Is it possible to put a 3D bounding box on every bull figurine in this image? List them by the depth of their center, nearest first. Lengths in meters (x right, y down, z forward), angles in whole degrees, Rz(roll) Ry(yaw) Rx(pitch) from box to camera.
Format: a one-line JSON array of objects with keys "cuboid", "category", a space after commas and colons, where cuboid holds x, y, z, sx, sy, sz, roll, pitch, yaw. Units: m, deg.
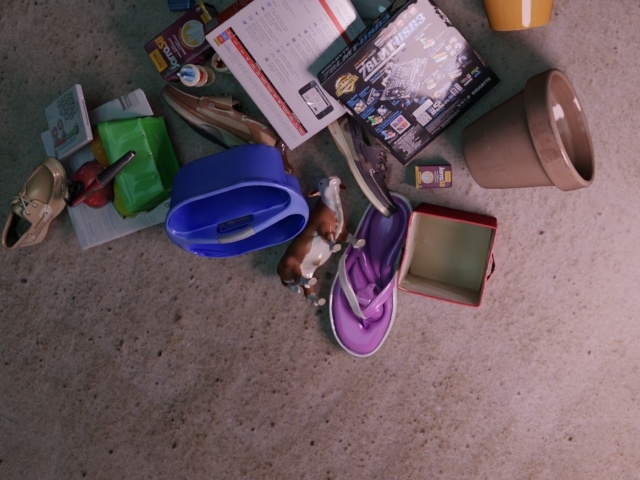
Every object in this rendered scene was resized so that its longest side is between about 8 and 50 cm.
[{"cuboid": [0.000, 0.000, 1.868, 0.101, 0.188, 0.310, 13, 117, -34], "category": "bull figurine"}]

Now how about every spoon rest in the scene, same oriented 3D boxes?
[{"cuboid": [0.095, -0.554, 1.801, 0.276, 0.084, 0.137, 31, 103, 21], "category": "spoon rest"}]

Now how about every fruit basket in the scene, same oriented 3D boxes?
[{"cuboid": [-0.523, -0.173, 1.980, 0.353, 0.165, 0.327, -17, 94, 31], "category": "fruit basket"}]

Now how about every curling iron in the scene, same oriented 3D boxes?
[{"cuboid": [-0.536, -0.152, 1.876, 0.274, 0.035, 0.068, -24, 90, 35], "category": "curling iron"}]

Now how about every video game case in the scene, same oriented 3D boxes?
[{"cuboid": [-0.622, -0.288, 1.927, 0.157, 0.019, 0.143, -21, 80, 40], "category": "video game case"}]

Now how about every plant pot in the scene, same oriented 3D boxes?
[{"cuboid": [0.419, -0.553, 1.664, 0.205, 0.205, 0.188, -3, 113, 14], "category": "plant pot"}, {"cuboid": [0.439, -0.210, 1.692, 0.229, 0.263, 0.263, -17, 95, 32], "category": "plant pot"}]

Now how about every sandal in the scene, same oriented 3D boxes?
[{"cuboid": [0.111, 0.082, 1.871, 0.169, 0.102, 0.416, 13, 100, 11], "category": "sandal"}]

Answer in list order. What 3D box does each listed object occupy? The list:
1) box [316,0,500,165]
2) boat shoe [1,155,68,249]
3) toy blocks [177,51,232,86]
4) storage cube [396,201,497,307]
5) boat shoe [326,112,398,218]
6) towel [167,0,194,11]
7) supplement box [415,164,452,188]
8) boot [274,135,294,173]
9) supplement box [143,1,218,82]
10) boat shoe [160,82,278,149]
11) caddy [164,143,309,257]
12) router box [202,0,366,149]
[{"cuboid": [0.196, -0.359, 1.729, 0.295, 0.073, 0.293, -42, 119, 17], "category": "box"}, {"cuboid": [-0.739, -0.087, 2.006, 0.109, 0.098, 0.302, 45, 125, 9], "category": "boat shoe"}, {"cuboid": [-0.271, -0.410, 1.863, 0.123, 0.148, 0.054, -26, 92, 16], "category": "toy blocks"}, {"cuboid": [0.292, 0.028, 1.775, 0.215, 0.193, 0.184, 12, 101, 10], "category": "storage cube"}, {"cuboid": [0.109, -0.186, 1.815, 0.092, 0.103, 0.285, -33, 70, 10], "category": "boat shoe"}, {"cuboid": [-0.344, -0.620, 1.903, 0.067, 0.029, 0.119, 2, 108, 16], "category": "towel"}, {"cuboid": [0.265, -0.149, 1.831, 0.083, 0.043, 0.055, -2, 97, 13], "category": "supplement box"}, {"cuboid": [-0.073, -0.235, 1.904, 0.106, 0.037, 0.114, 42, 101, 2], "category": "boot"}, {"cuboid": [-0.319, -0.479, 1.898, 0.188, 0.081, 0.104, -32, 91, 16], "category": "supplement box"}, {"cuboid": [-0.241, -0.298, 1.899, 0.324, 0.123, 0.116, 33, 85, 11], "category": "boat shoe"}, {"cuboid": [-0.195, -0.072, 1.823, 0.341, 0.241, 0.179, -16, 52, 15], "category": "caddy"}, {"cuboid": [-0.042, -0.418, 1.742, 0.301, 0.082, 0.335, -33, 121, 7], "category": "router box"}]
